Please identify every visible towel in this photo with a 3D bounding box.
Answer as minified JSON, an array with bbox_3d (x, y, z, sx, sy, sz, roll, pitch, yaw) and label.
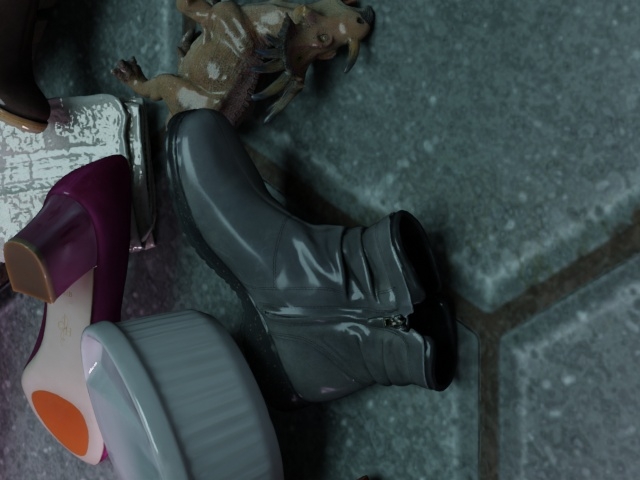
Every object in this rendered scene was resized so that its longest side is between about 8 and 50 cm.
[{"bbox_3d":[-0.323,-0.069,1.698,0.282,0.049,0.187,-6,90,22],"label":"towel"}]

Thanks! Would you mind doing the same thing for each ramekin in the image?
[{"bbox_3d":[-0.139,0.194,1.490,0.273,0.127,0.273,54,156,38],"label":"ramekin"}]

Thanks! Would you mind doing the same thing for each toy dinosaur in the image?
[{"bbox_3d":[-0.096,-0.169,1.520,0.200,0.127,0.296,50,126,20],"label":"toy dinosaur"}]

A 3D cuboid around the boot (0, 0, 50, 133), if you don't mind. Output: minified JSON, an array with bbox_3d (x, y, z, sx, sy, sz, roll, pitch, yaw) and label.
[{"bbox_3d":[-0.346,-0.265,1.629,0.248,0.090,0.207,46,109,21],"label":"boot"}]

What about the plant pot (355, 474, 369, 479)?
[{"bbox_3d":[-0.051,0.420,1.413,0.267,0.267,0.236,-35,82,35],"label":"plant pot"}]

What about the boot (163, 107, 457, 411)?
[{"bbox_3d":[0.000,0.000,1.422,0.222,0.118,0.338,-17,104,37],"label":"boot"}]

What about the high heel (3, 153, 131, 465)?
[{"bbox_3d":[-0.249,0.089,1.649,0.127,0.181,0.377,24,138,21],"label":"high heel"}]

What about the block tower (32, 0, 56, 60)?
[{"bbox_3d":[-0.377,-0.297,1.749,0.097,0.091,0.335,31,111,7],"label":"block tower"}]
